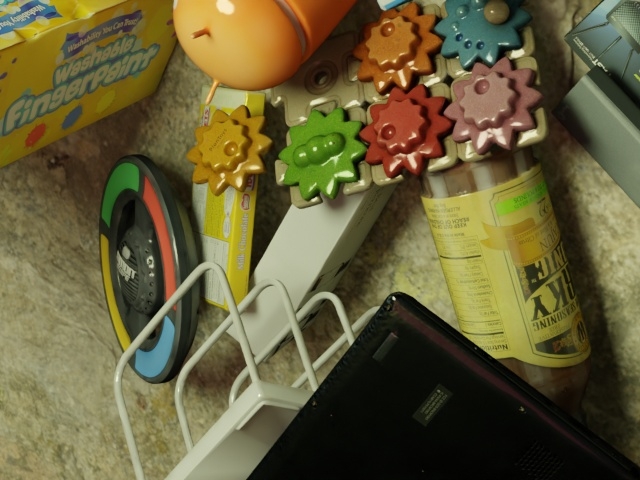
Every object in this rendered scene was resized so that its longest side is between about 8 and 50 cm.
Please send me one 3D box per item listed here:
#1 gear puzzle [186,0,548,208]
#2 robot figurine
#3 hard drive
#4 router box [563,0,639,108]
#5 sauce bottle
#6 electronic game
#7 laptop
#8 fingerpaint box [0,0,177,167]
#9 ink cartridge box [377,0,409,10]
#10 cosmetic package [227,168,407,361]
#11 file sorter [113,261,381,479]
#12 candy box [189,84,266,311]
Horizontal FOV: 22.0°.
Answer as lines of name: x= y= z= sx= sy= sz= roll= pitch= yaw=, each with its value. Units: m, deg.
gear puzzle: x=0.026 y=-0.124 z=1.422 sx=0.339 sy=0.044 sz=0.175 roll=-15 pitch=64 yaw=23
robot figurine: x=-0.040 y=-0.218 z=1.402 sx=0.128 sy=0.219 sz=0.158 roll=46 pitch=153 yaw=-17
hard drive: x=0.257 y=-0.079 z=1.375 sx=0.135 sy=0.022 sz=0.094 roll=48 pitch=164 yaw=5
router box: x=0.275 y=-0.155 z=1.352 sx=0.122 sy=0.038 sz=0.092 roll=48 pitch=127 yaw=4
sauce bottle: x=0.179 y=0.070 z=1.463 sx=0.111 sy=0.111 sz=0.344 roll=-9 pitch=107 yaw=33
electronic game: x=-0.175 y=0.029 z=1.630 sx=0.229 sy=0.048 sz=0.229 roll=-7 pitch=90 yaw=65
laptop: x=0.165 y=0.239 z=1.426 sx=0.408 sy=0.236 sz=0.382 roll=37 pitch=124 yaw=2
fingerpaint box: x=-0.388 y=-0.225 z=1.465 sx=0.371 sy=0.445 sz=0.163 roll=35 pitch=125 yaw=13
ink cartridge box: x=0.129 y=-0.258 z=1.301 sx=0.140 sy=0.191 sz=0.082 roll=-23 pitch=96 yaw=35
cosmetic package: x=0.000 y=0.000 z=1.545 sx=0.060 sy=0.099 sz=0.239 roll=37 pitch=125 yaw=10
file sorter: x=-0.018 y=0.155 z=1.486 sx=0.193 sy=0.278 sz=0.173 roll=-48 pitch=44 yaw=30
candy box: x=-0.092 y=-0.042 z=1.558 sx=0.105 sy=0.027 sz=0.205 roll=-161 pitch=75 yaw=-64
